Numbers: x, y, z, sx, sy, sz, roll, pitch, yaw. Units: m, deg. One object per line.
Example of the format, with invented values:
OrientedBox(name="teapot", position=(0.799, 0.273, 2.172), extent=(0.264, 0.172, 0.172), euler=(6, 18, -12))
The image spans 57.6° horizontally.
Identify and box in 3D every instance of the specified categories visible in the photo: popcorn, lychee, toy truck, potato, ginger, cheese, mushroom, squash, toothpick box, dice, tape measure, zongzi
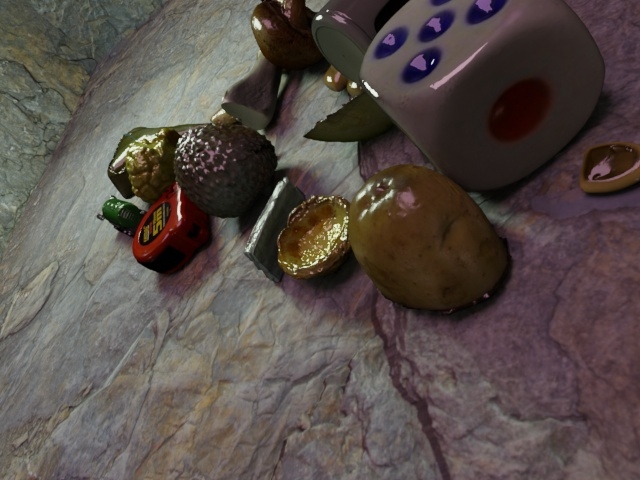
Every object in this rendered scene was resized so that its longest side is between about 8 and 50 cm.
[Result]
OrientedBox(name="popcorn", position=(-0.465, -0.227, 1.793), extent=(0.251, 0.237, 0.206), euler=(-19, 51, -9))
OrientedBox(name="lychee", position=(-0.245, -0.189, 1.509), extent=(0.255, 0.274, 0.255), euler=(-53, 5, 6))
OrientedBox(name="toy truck", position=(-0.666, -0.086, 1.956), extent=(0.242, 0.125, 0.101), euler=(14, 70, 52))
OrientedBox(name="potato", position=(0.156, -0.019, 0.966), extent=(0.242, 0.242, 0.285), euler=(-49, 33, 1))
OrientedBox(name="ginger", position=(-0.283, -0.413, 1.878), extent=(0.190, 0.069, 0.095), euler=(-15, 5, 44))
OrientedBox(name="cheese", position=(0.471, -0.112, 0.860), extent=(0.162, 0.036, 0.086), euler=(-1, 59, 46))
OrientedBox(name="mushroom", position=(-0.090, -0.632, 1.725), extent=(0.195, 0.263, 0.283), euler=(-30, 69, 54))
OrientedBox(name="squash", position=(0.104, -0.322, 1.336), extent=(0.236, 0.204, 0.155), euler=(-22, 62, 48))
OrientedBox(name="toothpick box", position=(0.143, -0.526, 1.305), extent=(0.316, 0.229, 0.229), euler=(-50, 36, -9))
OrientedBox(name="mushroom", position=(-0.186, -0.476, 1.770), extent=(0.122, 0.159, 0.329), euler=(-6, 50, 30))
OrientedBox(name="dice", position=(0.270, -0.283, 1.022), extent=(0.304, 0.277, 0.304), euler=(-43, 37, 12))
OrientedBox(name="tape measure", position=(-0.424, -0.032, 1.668), extent=(0.260, 0.114, 0.253), euler=(-40, 38, 20))
OrientedBox(name="zongzi", position=(-0.547, -0.347, 2.039), extent=(0.392, 0.174, 0.356), euler=(-34, 32, 5))

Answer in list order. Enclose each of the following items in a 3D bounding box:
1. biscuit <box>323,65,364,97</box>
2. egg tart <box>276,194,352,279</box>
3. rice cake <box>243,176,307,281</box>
OrientedBox(name="biscuit", position=(0.148, -0.490, 1.500), extent=(0.291, 0.062, 0.237), euler=(-46, 36, -2))
OrientedBox(name="egg tart", position=(0.001, 0.000, 1.210), extent=(0.212, 0.090, 0.213), euler=(-28, 44, 30))
OrientedBox(name="rice cake", position=(-0.090, -0.027, 1.312), extent=(0.038, 0.124, 0.211), euler=(5, 57, 42))
